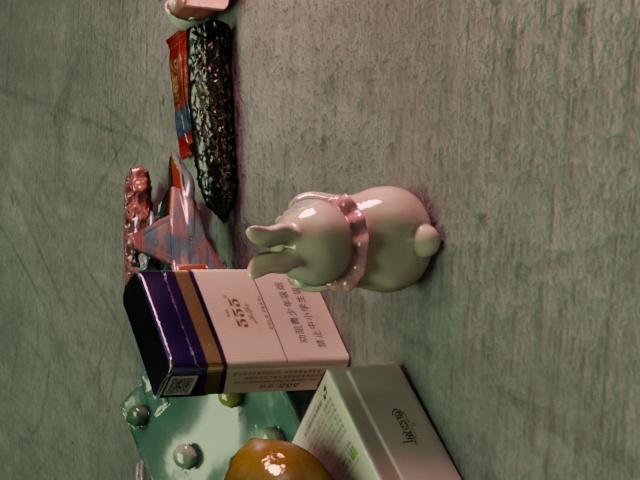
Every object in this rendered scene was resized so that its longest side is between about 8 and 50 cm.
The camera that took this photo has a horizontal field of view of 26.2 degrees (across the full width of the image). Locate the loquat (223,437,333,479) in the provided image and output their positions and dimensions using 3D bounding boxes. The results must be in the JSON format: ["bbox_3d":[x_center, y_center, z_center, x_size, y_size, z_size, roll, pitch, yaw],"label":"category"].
[{"bbox_3d":[-0.046,0.310,1.555,0.195,0.152,0.152,58,142,24],"label":"loquat"}]

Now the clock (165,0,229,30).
[{"bbox_3d":[-0.179,-0.399,2.045,0.162,0.093,0.166,-178,90,-71],"label":"clock"}]

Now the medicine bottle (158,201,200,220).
[{"bbox_3d":[-0.224,0.053,2.162,0.121,0.083,0.229,-154,63,-69],"label":"medicine bottle"}]

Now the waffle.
[{"bbox_3d":[-0.301,0.002,2.274,0.234,0.055,0.221,100,168,-68],"label":"waffle"}]

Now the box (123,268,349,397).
[{"bbox_3d":[-0.109,0.116,1.760,0.071,0.259,0.168,-62,39,40],"label":"box"}]

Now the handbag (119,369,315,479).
[{"bbox_3d":[-0.141,0.247,1.860,0.269,0.100,0.274,-46,60,24],"label":"handbag"}]

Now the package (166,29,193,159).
[{"bbox_3d":[-0.216,-0.233,2.188,0.083,0.022,0.200,-22,74,62],"label":"package"}]

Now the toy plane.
[{"bbox_3d":[-0.208,-0.008,2.027,0.104,0.223,0.326,-41,43,21],"label":"toy plane"}]

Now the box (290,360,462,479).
[{"bbox_3d":[0.045,0.302,1.646,0.194,0.111,0.260,63,141,36],"label":"box"}]

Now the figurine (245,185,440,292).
[{"bbox_3d":[0.000,0.000,1.568,0.155,0.235,0.127,32,120,57],"label":"figurine"}]

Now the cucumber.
[{"bbox_3d":[-0.157,-0.174,2.035,0.072,0.072,0.300,-6,88,62],"label":"cucumber"}]

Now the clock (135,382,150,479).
[{"bbox_3d":[-0.192,0.391,2.102,0.295,0.113,0.322,22,112,60],"label":"clock"}]
